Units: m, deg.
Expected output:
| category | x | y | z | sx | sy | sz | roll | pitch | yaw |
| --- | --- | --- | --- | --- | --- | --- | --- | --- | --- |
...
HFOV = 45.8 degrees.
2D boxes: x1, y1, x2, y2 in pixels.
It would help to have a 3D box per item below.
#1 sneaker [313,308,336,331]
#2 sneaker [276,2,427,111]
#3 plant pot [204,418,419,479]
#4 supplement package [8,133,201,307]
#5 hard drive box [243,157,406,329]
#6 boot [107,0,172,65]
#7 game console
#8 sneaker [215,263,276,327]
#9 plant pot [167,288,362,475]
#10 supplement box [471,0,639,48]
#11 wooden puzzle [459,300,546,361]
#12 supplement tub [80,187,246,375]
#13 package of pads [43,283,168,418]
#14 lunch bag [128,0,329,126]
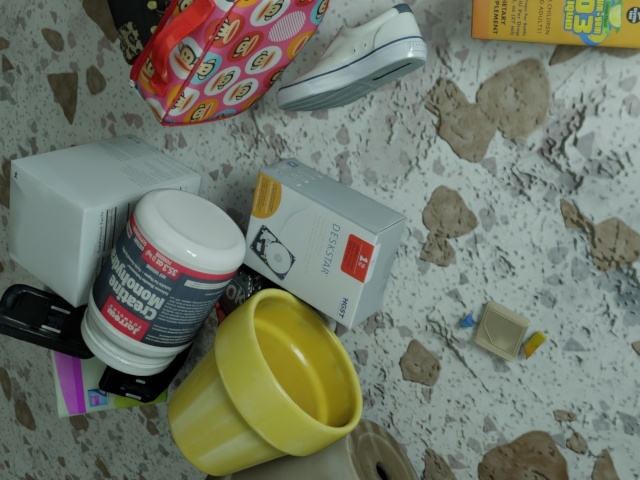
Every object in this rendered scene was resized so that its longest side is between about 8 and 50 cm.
| category | x | y | z | sx | sy | sz | roll | pitch | yaw |
| --- | --- | --- | --- | --- | --- | --- | --- | --- | --- |
| sneaker | -0.031 | 0.165 | 1.312 | 0.152 | 0.061 | 0.053 | -39 | 80 | 38 |
| sneaker | 0.039 | -0.258 | 1.096 | 0.258 | 0.094 | 0.091 | -16 | 79 | 35 |
| plant pot | 0.007 | 0.445 | 1.261 | 0.280 | 0.323 | 0.323 | -39 | 81 | 22 |
| supplement package | -0.390 | -0.046 | 1.374 | 0.199 | 0.263 | 0.198 | 30 | 122 | 26 |
| hard drive box | 0.000 | 0.000 | 1.209 | 0.232 | 0.089 | 0.181 | 29 | 122 | 26 |
| boot | -0.249 | -0.458 | 1.195 | 0.377 | 0.138 | 0.284 | -11 | 99 | 43 |
| game console | -0.419 | 0.168 | 1.428 | 0.213 | 0.361 | 0.044 | -63 | 24 | 7 |
| sneaker | -0.153 | 0.073 | 1.351 | 0.135 | 0.098 | 0.276 | -39 | 71 | 23 |
| plant pot | -0.102 | 0.244 | 1.196 | 0.239 | 0.254 | 0.254 | -38 | 82 | 23 |
| supplement box | 0.299 | -0.272 | 0.889 | 0.233 | 0.080 | 0.078 | 12 | 116 | 31 |
| wooden puzzle | 0.266 | 0.133 | 1.107 | 0.116 | 0.014 | 0.078 | 34 | 120 | 23 |
| supplement tub | -0.261 | 0.069 | 1.244 | 0.191 | 0.191 | 0.272 | 42 | 115 | 18 |
| package of pads | -0.420 | 0.198 | 1.517 | 0.101 | 0.229 | 0.296 | -130 | 37 | -63 |
| lunch bag | -0.143 | -0.289 | 1.099 | 0.120 | 0.258 | 0.293 | 53 | 129 | 9 |
